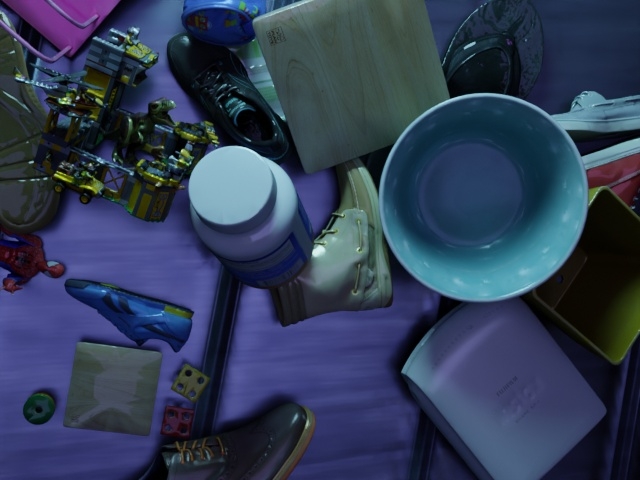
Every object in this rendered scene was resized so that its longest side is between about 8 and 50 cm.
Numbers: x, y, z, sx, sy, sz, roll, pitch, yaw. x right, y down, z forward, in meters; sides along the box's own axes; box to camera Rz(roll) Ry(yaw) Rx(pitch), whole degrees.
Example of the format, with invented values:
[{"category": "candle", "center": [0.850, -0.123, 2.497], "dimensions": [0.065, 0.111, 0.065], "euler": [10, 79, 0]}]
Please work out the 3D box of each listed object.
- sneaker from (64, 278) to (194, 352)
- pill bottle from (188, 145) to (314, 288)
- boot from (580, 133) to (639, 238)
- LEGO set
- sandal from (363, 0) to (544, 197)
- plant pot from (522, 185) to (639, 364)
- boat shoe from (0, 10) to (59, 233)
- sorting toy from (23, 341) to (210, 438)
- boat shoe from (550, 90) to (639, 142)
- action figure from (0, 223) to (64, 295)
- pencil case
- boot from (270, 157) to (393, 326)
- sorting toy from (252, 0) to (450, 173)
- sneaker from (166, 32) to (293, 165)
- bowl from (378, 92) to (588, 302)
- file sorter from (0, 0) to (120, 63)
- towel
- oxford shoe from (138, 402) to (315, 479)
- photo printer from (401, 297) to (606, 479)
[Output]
[{"category": "sneaker", "center": [-0.306, 0.119, 1.305], "dimensions": [0.209, 0.069, 0.082], "euler": [20, 89, -12]}, {"category": "pill bottle", "center": [-0.100, -0.032, 1.192], "dimensions": [0.152, 0.272, 0.152], "euler": [-2, 72, 7]}, {"category": "boot", "center": [0.567, -0.095, 1.491], "dimensions": [0.244, 0.088, 0.176], "euler": [-20, 94, -4]}, {"category": "LEGO set", "center": [-0.261, -0.187, 1.189], "dimensions": [0.255, 0.331, 0.192], "euler": [26, 112, 2]}, {"category": "sandal", "center": [0.248, -0.231, 1.409], "dimensions": [0.167, 0.107, 0.446], "euler": [37, 83, -9]}, {"category": "plant pot", "center": [0.427, 0.051, 1.396], "dimensions": [0.212, 0.187, 0.212], "euler": [38, 81, -18]}, {"category": "boat shoe", "center": [-0.471, -0.175, 1.253], "dimensions": [0.121, 0.110, 0.341], "euler": [-12, 89, -24]}, {"category": "sorting toy", "center": [-0.317, 0.233, 1.312], "dimensions": [0.274, 0.046, 0.132], "euler": [9, 87, -12]}, {"category": "boat shoe", "center": [0.485, -0.224, 1.483], "dimensions": [0.227, 0.079, 0.081], "euler": [-6, 82, -17]}, {"category": "action figure", "center": [-0.520, 0.006, 1.229], "dimensions": [0.280, 0.139, 0.091], "euler": [19, 87, -14]}, {"category": "pencil case", "center": [-0.132, -0.461, 1.299], "dimensions": [0.133, 0.119, 0.306], "euler": [5, 78, 13]}, {"category": "boot", "center": [0.000, 0.000, 1.363], "dimensions": [0.203, 0.095, 0.262], "euler": [-11, 95, -11]}, {"category": "sorting toy", "center": [0.051, -0.273, 1.311], "dimensions": [0.255, 0.089, 0.257], "euler": [-20, 116, 0]}, {"category": "sneaker", "center": [-0.142, -0.233, 1.312], "dimensions": [0.101, 0.106, 0.267], "euler": [-45, 88, 1]}, {"category": "bowl", "center": [0.244, -0.071, 1.304], "dimensions": [0.311, 0.163, 0.311], "euler": [0, 98, 3]}, {"category": "file sorter", "center": [-0.356, -0.423, 1.181], "dimensions": [0.202, 0.182, 0.290], "euler": [41, 101, -20]}, {"category": "towel", "center": [-0.092, -0.261, 1.378], "dimensions": [0.113, 0.023, 0.152], "euler": [-15, 93, -13]}, {"category": "oxford shoe", "center": [-0.170, 0.357, 1.285], "dimensions": [0.363, 0.130, 0.133], "euler": [-36, 116, -10]}, {"category": "photo printer", "center": [0.305, 0.250, 1.416], "dimensions": [0.256, 0.107, 0.307], "euler": [-39, 97, -10]}]
